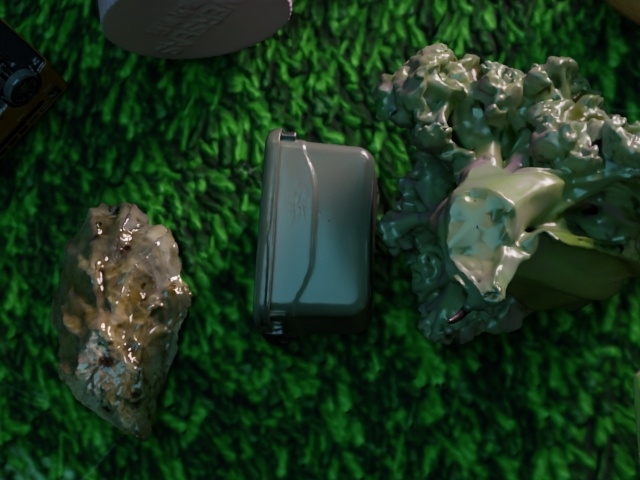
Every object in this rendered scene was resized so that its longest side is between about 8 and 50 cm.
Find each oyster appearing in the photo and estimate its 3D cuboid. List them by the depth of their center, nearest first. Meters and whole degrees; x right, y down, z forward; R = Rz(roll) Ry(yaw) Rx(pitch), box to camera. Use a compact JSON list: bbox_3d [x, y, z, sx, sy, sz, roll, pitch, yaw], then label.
[{"bbox_3d":[-0.185,0.061,1.237,0.132,0.072,0.209,8,77,14],"label":"oyster"}]

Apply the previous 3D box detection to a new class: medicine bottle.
[{"bbox_3d":[-0.123,-0.324,1.261,0.178,0.178,0.291,-10,74,12],"label":"medicine bottle"}]

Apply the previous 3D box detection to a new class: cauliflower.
[{"bbox_3d":[0.144,-0.023,1.058,0.256,0.315,0.239,3,105,22],"label":"cauliflower"}]

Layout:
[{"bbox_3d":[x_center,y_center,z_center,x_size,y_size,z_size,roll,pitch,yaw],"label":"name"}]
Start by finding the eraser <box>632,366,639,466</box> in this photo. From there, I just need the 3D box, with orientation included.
[{"bbox_3d":[0.337,0.216,1.020,0.210,0.092,0.274,-7,84,14],"label":"eraser"}]

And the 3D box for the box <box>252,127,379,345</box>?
[{"bbox_3d":[0.000,0.000,1.180,0.092,0.124,0.172,2,78,5],"label":"box"}]

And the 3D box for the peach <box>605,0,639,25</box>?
[{"bbox_3d":[0.286,-0.276,1.118,0.232,0.232,0.233,-4,75,14],"label":"peach"}]

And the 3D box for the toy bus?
[{"bbox_3d":[-0.327,-0.105,1.309,0.083,0.088,0.194,42,88,21],"label":"toy bus"}]
